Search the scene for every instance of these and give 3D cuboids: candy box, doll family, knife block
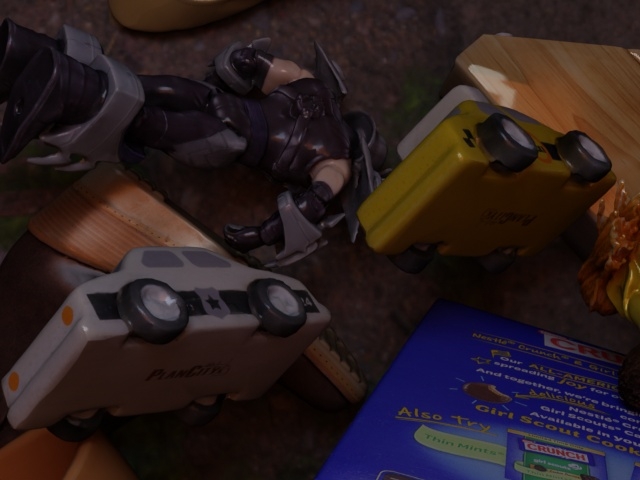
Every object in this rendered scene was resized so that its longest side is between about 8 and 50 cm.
[{"bbox_3d":[0.149,0.156,0.643,0.268,0.317,0.122,16,107,12],"label":"candy box"},{"bbox_3d":[0.239,-0.007,0.673,0.263,0.163,0.118,-30,89,-34],"label":"doll family"},{"bbox_3d":[0.216,-0.004,0.810,0.276,0.088,0.242,5,80,-1],"label":"knife block"}]

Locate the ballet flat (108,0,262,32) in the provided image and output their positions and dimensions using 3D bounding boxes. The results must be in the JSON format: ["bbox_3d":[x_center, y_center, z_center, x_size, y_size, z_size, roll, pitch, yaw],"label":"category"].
[{"bbox_3d":[-0.043,-0.212,0.844,0.232,0.073,0.080,-19,81,-5],"label":"ballet flat"}]

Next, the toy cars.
[{"bbox_3d":[0.000,0.000,0.683,0.394,0.176,0.087,-25,64,-17],"label":"toy cars"}]

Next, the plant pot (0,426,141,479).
[{"bbox_3d":[-0.173,0.269,0.673,0.291,0.291,0.203,-42,104,-8],"label":"plant pot"}]

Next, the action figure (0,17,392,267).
[{"bbox_3d":[-0.069,-0.073,0.774,0.285,0.099,0.185,9,35,-32],"label":"action figure"}]

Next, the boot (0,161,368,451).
[{"bbox_3d":[-0.117,0.089,0.803,0.248,0.090,0.207,38,94,2],"label":"boot"}]
